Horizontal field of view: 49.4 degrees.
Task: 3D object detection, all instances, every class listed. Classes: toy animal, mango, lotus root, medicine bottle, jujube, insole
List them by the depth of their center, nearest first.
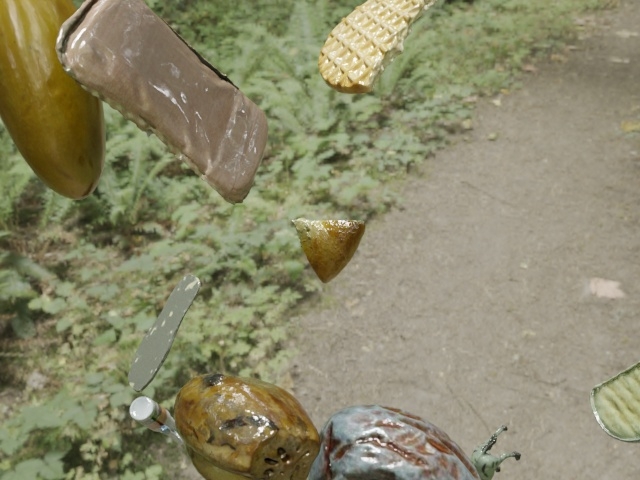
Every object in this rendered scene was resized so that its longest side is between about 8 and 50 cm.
[{"bbox_3d":[-0.287,-0.165,0.729,0.113,0.253,0.138,-19,8,-22],"label":"mango"},{"bbox_3d":[-0.140,0.305,1.119,0.193,0.193,0.291,-23,24,-33],"label":"lotus root"},{"bbox_3d":[0.128,0.426,1.259,0.308,0.246,0.215,39,21,-4],"label":"jujube"},{"bbox_3d":[-0.305,0.179,1.359,0.081,0.011,0.247,24,82,41],"label":"insole"},{"bbox_3d":[0.370,0.546,1.612,0.176,0.216,0.073,-11,28,-32],"label":"toy animal"},{"bbox_3d":[-0.403,0.461,1.756,0.061,0.220,0.092,-40,64,-11],"label":"medicine bottle"}]

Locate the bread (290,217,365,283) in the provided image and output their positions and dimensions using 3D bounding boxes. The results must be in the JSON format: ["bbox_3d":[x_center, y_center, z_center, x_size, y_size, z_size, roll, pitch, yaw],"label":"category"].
[{"bbox_3d":[0.011,0.022,1.419,0.155,0.135,0.054,5,12,15],"label":"bread"}]

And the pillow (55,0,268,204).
[{"bbox_3d":[-0.127,-0.129,0.614,0.034,0.211,0.135,-27,34,33],"label":"pillow"}]

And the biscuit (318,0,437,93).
[{"bbox_3d":[0.095,-0.379,1.252,0.205,0.040,0.309,11,58,47],"label":"biscuit"}]

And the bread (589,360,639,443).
[{"bbox_3d":[0.465,0.208,0.922,0.064,0.172,0.232,7,4,-28],"label":"bread"}]
